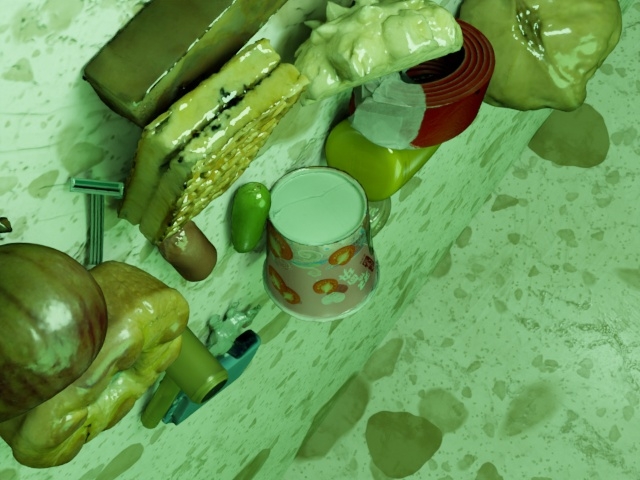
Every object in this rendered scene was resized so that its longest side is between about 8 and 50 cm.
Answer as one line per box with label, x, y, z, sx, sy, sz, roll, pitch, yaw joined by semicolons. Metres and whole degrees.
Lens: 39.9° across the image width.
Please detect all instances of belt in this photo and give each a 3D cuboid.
belt;0.184;-0.290;1.619;0.324;0.227;0.115;-42;157;-35

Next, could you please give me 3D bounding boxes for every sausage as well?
sausage;-0.216;0.017;1.446;0.077;0.077;0.194;-50;162;-9

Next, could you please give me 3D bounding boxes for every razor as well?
razor;-0.304;-0.028;1.203;0.191;0.068;0.037;110;-17;-54

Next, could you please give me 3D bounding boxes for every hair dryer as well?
hair dryer;-0.284;0.294;1.724;0.090;0.135;0.278;-32;162;-47

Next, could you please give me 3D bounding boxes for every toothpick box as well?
toothpick box;0.148;-0.208;1.774;0.271;0.175;0.175;-41;158;-43

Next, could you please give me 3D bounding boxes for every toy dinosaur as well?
toy dinosaur;-0.214;0.215;1.842;0.242;0.053;0.167;-53;167;-16

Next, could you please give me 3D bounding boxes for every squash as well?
squash;-0.130;-0.037;1.581;0.066;0.066;0.201;-42;166;-31

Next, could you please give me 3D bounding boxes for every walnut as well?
walnut;0.081;-0.065;1.930;0.162;0.140;0.140;-44;163;6
walnut;0.454;-0.438;1.892;0.383;0.383;0.383;-46;161;-21

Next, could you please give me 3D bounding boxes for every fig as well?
fig;-0.370;0.100;1.038;0.235;0.214;0.235;-52;-168;16

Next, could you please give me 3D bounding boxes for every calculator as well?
calculator;-0.235;0.296;1.921;0.293;0.051;0.173;-34;162;-46

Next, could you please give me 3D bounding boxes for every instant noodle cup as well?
instant noodle cup;0.000;0.000;1.709;0.243;0.243;0.231;-44;154;-26

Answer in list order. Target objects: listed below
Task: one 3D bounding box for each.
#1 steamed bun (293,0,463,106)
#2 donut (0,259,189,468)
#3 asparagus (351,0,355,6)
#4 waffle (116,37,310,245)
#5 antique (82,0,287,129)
steamed bun;0.077;-0.313;1.366;0.295;0.137;0.292;-24;-174;-10
donut;-0.333;0.175;1.275;0.317;0.150;0.299;-38;167;-47
asparagus;0.049;-0.365;1.475;0.108;0.021;0.025;-60;162;20
waffle;-0.156;-0.118;1.166;0.213;0.091;0.308;-43;180;-27
antique;-0.146;-0.267;1.075;0.310;0.087;0.093;-50;163;-14
